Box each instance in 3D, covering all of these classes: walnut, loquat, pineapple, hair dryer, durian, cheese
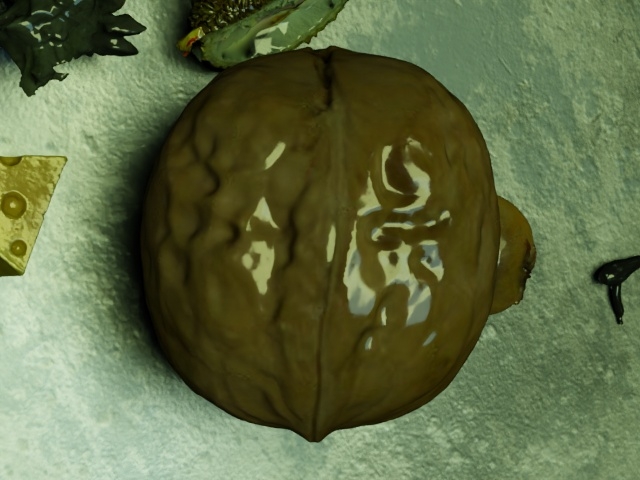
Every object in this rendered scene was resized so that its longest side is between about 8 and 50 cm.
[{"bbox_3d":[0.000,0.000,1.351,0.354,0.308,0.398,6,82,5],"label":"walnut"},{"bbox_3d":[0.177,0.015,1.540,0.141,0.141,0.141,2,86,-28],"label":"loquat"},{"bbox_3d":[-0.222,-0.300,1.318,0.223,0.223,0.357,21,85,-26],"label":"pineapple"},{"bbox_3d":[0.383,0.063,1.714,0.079,0.031,0.083,-18,109,-37],"label":"hair dryer"},{"bbox_3d":[-0.074,-0.281,1.417,0.237,0.193,0.138,-35,71,-25],"label":"durian"},{"bbox_3d":[-0.349,-0.050,1.282,0.171,0.093,0.126,23,76,-24],"label":"cheese"}]
